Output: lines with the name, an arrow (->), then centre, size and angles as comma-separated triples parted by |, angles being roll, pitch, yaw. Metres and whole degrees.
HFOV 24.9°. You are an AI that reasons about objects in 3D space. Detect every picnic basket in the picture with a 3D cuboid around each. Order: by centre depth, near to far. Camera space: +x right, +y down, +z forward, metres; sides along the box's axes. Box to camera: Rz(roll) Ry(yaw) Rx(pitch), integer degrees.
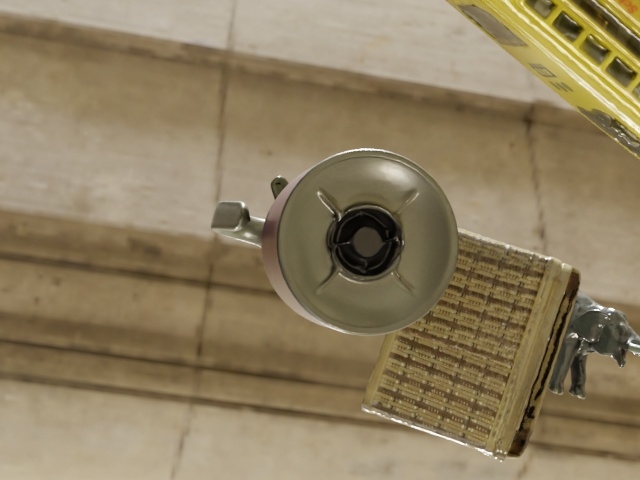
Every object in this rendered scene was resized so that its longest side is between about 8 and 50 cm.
picnic basket -> 0.178, 0.113, 1.618 | 0.313, 0.175, 0.228 | 35, 74, -80

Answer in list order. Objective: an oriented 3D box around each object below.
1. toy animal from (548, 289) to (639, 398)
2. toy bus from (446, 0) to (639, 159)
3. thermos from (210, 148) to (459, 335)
toy animal -> 0.332, 0.133, 1.849 | 0.269, 0.082, 0.137 | 20, -90, 42
toy bus -> 0.166, -0.189, 0.983 | 0.152, 0.330, 0.144 | -53, -166, 1
thermos -> 0.000, 0.000, 1.249 | 0.265, 0.176, 0.146 | 176, -68, -77
